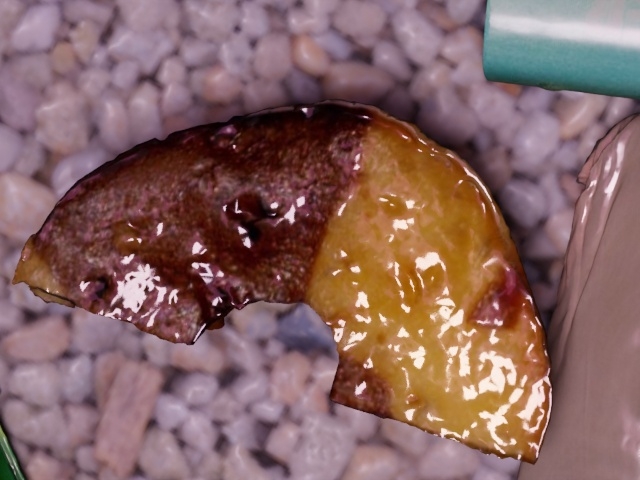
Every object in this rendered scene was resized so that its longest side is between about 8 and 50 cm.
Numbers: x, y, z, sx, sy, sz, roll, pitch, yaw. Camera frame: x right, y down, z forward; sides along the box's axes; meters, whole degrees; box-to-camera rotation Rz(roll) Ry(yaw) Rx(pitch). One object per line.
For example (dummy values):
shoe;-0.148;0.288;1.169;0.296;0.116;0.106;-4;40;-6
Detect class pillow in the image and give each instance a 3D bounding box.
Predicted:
pillow;0.199;0.064;0.982;0.173;0.067;0.270;12;93;19

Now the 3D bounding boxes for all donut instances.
donut;0.000;0.000;1.009;0.295;0.112;0.151;17;92;12

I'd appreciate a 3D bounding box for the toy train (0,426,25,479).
toy train;-0.287;0.204;1.076;0.301;0.120;0.202;-26;83;13

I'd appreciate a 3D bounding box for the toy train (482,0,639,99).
toy train;0.192;-0.132;0.957;0.248;0.101;0.159;9;85;13
